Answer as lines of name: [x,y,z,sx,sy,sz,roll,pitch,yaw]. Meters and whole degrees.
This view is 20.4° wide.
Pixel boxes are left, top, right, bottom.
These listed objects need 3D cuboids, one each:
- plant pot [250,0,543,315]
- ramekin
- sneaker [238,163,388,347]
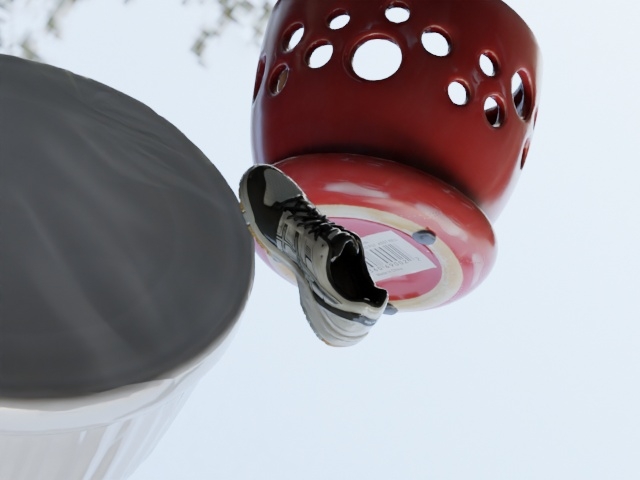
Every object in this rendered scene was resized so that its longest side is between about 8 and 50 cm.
plant pot: [0.040,-0.061,1.162,0.191,0.191,0.174,27,-122,-20]
ramekin: [-0.180,0.028,0.922,0.272,0.127,0.273,13,-141,-11]
sneaker: [0.000,0.000,0.703,0.032,0.037,0.083,-26,-102,-39]
